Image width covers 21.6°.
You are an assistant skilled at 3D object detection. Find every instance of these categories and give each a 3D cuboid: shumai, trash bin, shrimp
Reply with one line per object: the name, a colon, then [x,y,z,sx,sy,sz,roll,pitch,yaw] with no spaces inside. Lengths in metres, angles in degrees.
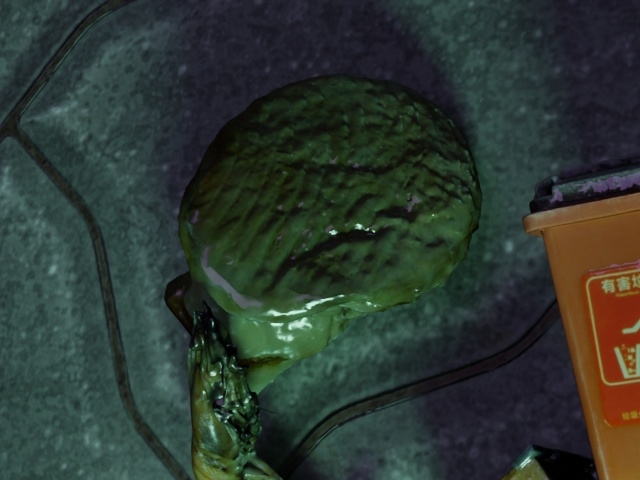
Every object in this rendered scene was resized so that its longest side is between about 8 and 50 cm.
shumai: [0.000,0.000,1.406,0.271,0.204,0.222,-19,63,-11]
trash bin: [0.257,0.060,1.206,0.161,0.184,0.239,-11,83,29]
shrimp: [-0.021,0.159,1.327,0.198,0.262,0.051,14,43,22]

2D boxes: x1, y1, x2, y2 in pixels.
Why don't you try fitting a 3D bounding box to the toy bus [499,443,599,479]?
toy bus: [0.204,0.298,1.186,0.167,0.138,0.275,-46,58,15]
